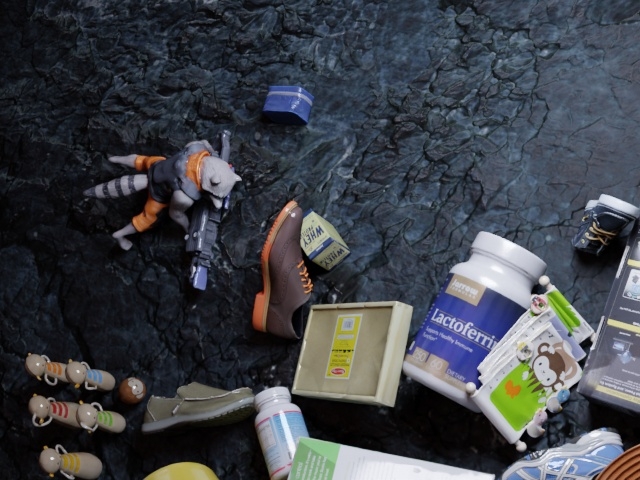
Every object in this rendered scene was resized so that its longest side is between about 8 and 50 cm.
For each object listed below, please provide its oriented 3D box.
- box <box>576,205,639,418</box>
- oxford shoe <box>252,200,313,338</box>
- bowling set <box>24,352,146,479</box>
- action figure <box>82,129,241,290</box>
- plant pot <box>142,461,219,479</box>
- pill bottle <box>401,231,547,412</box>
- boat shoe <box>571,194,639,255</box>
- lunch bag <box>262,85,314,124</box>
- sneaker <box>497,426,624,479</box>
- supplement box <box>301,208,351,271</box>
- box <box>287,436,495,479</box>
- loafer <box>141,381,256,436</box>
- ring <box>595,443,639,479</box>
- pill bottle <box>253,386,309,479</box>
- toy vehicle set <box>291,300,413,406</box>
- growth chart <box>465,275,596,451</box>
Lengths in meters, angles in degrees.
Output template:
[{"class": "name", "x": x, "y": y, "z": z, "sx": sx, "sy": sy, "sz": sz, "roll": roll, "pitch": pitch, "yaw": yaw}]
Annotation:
[{"class": "box", "x": 0.614, "y": 0.141, "z": 1.428, "sx": 0.395, "sy": 0.097, "sz": 0.318, "roll": 15, "pitch": 78, "yaw": 32}, {"class": "oxford shoe", "x": -0.050, "y": 0.056, "z": 1.775, "sx": 0.098, "sy": 0.097, "sz": 0.271, "roll": 20, "pitch": 122, "yaw": 17}, {"class": "bowling set", "x": -0.459, "y": 0.303, "z": 1.915, "sx": 0.200, "sy": 0.154, "sz": 0.287, "roll": -36, "pitch": 59, "yaw": 13}, {"class": "action figure", "x": -0.302, "y": -0.073, "z": 1.964, "sx": 0.330, "sy": 0.178, "sz": 0.341, "roll": -15, "pitch": 63, "yaw": 34}, {"class": "plant pot", "x": -0.219, "y": 0.517, "z": 1.664, "sx": 0.254, "sy": 0.254, "sz": 0.239, "roll": -41, "pitch": 43, "yaw": 9}, {"class": "pill bottle", "x": 0.253, "y": 0.129, "z": 1.594, "sx": 0.153, "sy": 0.153, "sz": 0.264, "roll": 24, "pitch": 84, "yaw": 33}, {"class": "boat shoe", "x": 0.445, "y": -0.019, "z": 1.542, "sx": 0.065, "sy": 0.183, "sz": 0.083, "roll": 24, "pitch": 89, "yaw": 4}, {"class": "lunch bag", "x": -0.066, "y": -0.275, "z": 1.970, "sx": 0.098, "sy": 0.067, "sz": 0.065, "roll": 8, "pitch": 75, "yaw": 32}, {"class": "sneaker", "x": 0.363, "y": 0.357, "z": 1.491, "sx": 0.211, "sy": 0.080, "sz": 0.081, "roll": -28, "pitch": 58, "yaw": 18}, {"class": "supplement box", "x": 0.000, "y": 0.000, "z": 1.820, "sx": 0.056, "sy": 0.083, "sz": 0.083, "roll": -41, "pitch": 58, "yaw": 11}, {"class": "box", "x": 0.093, "y": 0.443, "z": 1.518, "sx": 0.322, "sy": 0.058, "sz": 0.232, "roll": 10, "pitch": 54, "yaw": 10}, {"class": "loafer", "x": -0.230, "y": 0.302, "z": 1.826, "sx": 0.251, "sy": 0.094, "sz": 0.087, "roll": -16, "pitch": 69, "yaw": 23}, {"class": "ring", "x": 0.517, "y": 0.439, "z": 1.357, "sx": 0.337, "sy": 0.032, "sz": 0.336, "roll": -3, "pitch": 85, "yaw": 32}, {"class": "pill bottle", "x": -0.065, "y": 0.342, "z": 1.725, "sx": 0.087, "sy": 0.087, "sz": 0.160, "roll": -29, "pitch": 60, "yaw": 17}, {"class": "toy vehicle set", "x": 0.049, "y": 0.190, "z": 1.677, "sx": 0.267, "sy": 0.035, "sz": 0.166, "roll": -8, "pitch": 66, "yaw": 58}, {"class": "growth chart", "x": 0.335, "y": 0.197, "z": 1.536, "sx": 0.237, "sy": 0.172, "sz": 0.021, "roll": -52, "pitch": 16, "yaw": -7}]
